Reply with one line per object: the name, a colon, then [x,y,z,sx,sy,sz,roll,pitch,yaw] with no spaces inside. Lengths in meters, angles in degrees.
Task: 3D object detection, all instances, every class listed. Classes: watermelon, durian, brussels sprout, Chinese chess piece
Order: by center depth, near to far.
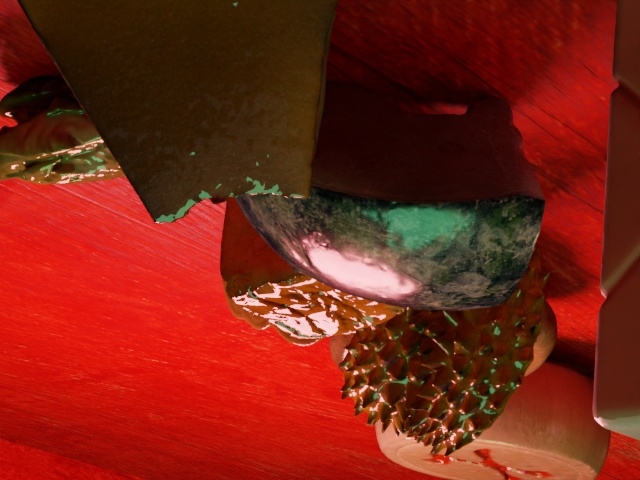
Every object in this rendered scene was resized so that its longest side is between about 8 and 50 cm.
watermelon: [0.049,-0.047,0.984,0.318,0.226,0.148,26,137,30]
brussels sprout: [-0.214,-0.093,1.074,0.181,0.100,0.139,-12,163,39]
durian: [0.131,0.115,1.203,0.154,0.260,0.186,3,-160,-37]
Chinese chess piece: [0.248,0.262,1.742,0.338,0.140,0.338,6,158,3]

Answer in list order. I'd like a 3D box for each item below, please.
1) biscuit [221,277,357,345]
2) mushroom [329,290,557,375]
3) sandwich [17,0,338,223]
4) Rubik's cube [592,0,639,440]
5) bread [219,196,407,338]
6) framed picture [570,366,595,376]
biscuit: [-0.015,0.043,1.315,0.236,0.144,0.040,-11,180,35]
mushroom: [0.148,0.102,1.387,0.278,0.146,0.278,-6,146,-4]
sandwich: [-0.104,-0.114,0.814,0.220,0.186,0.108,8,-157,-2]
Rubik's cube: [0.393,-0.010,0.754,0.316,0.318,0.322,23,156,-37]
bread: [0.000,0.000,1.159,0.143,0.158,0.149,-9,148,36]
framed picture: [0.295,0.221,1.837,0.289,0.020,0.211,5,160,7]
